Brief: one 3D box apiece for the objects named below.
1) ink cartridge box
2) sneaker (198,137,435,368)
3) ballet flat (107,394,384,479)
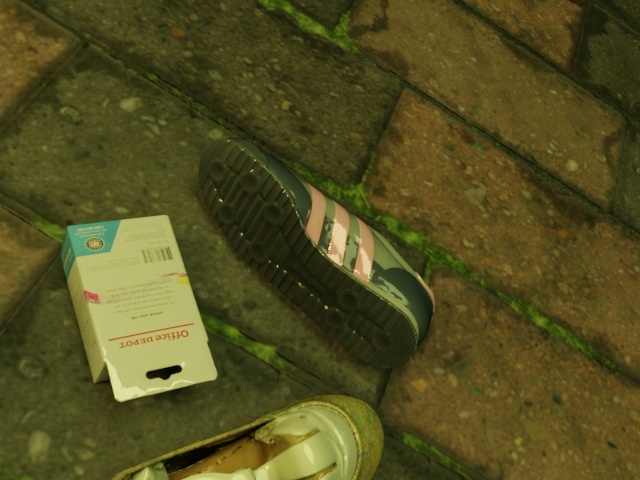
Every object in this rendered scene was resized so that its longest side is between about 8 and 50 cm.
[{"bbox_3d":[-0.179,0.071,0.777,0.104,0.061,0.181,-8,65,-31],"label":"ink cartridge box"},{"bbox_3d":[0.000,0.000,0.904,0.319,0.112,0.131,47,35,1],"label":"sneaker"},{"bbox_3d":[-0.059,0.217,0.720,0.348,0.123,0.123,-13,68,-33],"label":"ballet flat"}]
